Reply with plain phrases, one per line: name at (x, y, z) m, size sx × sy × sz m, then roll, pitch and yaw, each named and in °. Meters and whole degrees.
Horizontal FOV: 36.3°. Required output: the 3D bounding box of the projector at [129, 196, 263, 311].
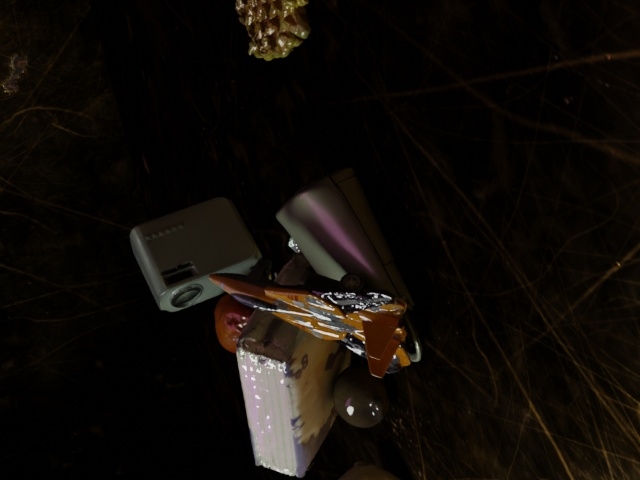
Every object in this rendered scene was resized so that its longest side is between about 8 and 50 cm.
projector at (-0.280, 0.033, 2.217) m, size 0.198 × 0.250 × 0.108 m, roll 58°, pitch 159°, yaw 31°

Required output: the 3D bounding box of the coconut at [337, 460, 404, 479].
coconut at (0.091, 0.486, 1.781) m, size 0.161 × 0.161 × 0.162 m, roll 159°, pitch 110°, yaw -73°

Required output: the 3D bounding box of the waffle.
waffle at (-0.085, -0.391, 1.466) m, size 0.238 × 0.059 × 0.243 m, roll 25°, pitch 132°, yaw 65°

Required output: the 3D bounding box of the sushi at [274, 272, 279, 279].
sushi at (-0.029, 0.203, 1.996) m, size 0.192 × 0.043 × 0.279 m, roll -159°, pitch 57°, yaw -69°

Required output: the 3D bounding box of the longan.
longan at (0.074, 0.271, 1.680) m, size 0.119 × 0.106 × 0.106 m, roll 22°, pitch 131°, yaw 54°

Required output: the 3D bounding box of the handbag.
handbag at (0.052, 0.056, 1.493) m, size 0.315 × 0.109 × 0.241 m, roll 65°, pitch 162°, yaw 3°

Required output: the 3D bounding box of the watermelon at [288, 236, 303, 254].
watermelon at (-0.007, -0.006, 1.695) m, size 0.094 × 0.081 × 0.180 m, roll 31°, pitch 151°, yaw 24°

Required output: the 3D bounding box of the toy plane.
toy plane at (-0.017, 0.089, 1.431) m, size 0.316 × 0.103 × 0.204 m, roll 24°, pitch 149°, yaw 24°

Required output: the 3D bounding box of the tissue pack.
tissue pack at (-0.037, 0.217, 1.699) m, size 0.125 × 0.242 × 0.343 m, roll 17°, pitch 138°, yaw 19°

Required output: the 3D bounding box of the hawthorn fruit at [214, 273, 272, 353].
hawthorn fruit at (-0.130, 0.152, 2.133) m, size 0.285 × 0.165 × 0.165 m, roll -45°, pitch 65°, yaw 52°
